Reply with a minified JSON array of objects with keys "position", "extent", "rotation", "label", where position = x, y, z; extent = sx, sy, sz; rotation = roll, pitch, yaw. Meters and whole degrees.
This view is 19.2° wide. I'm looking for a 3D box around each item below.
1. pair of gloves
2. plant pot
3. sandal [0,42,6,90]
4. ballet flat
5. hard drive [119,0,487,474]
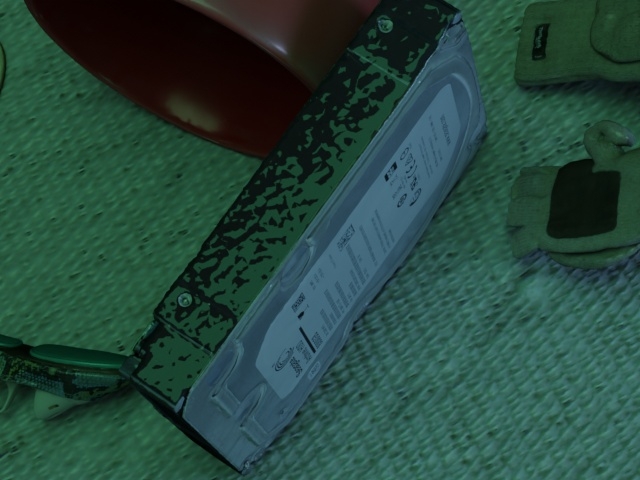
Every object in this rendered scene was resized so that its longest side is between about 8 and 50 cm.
[{"position":[0.234,-0.093,1.426],"extent":[0.204,0.042,0.240],"rotation":[-14,59,38],"label":"pair of gloves"},{"position":[-0.055,-0.231,1.455],"extent":[0.275,0.275,0.243],"rotation":[21,73,17],"label":"plant pot"},{"position":[-0.360,-0.094,1.563],"extent":[0.240,0.079,0.088],"rotation":[-45,69,-6],"label":"sandal"},{"position":[-0.230,0.107,1.484],"extent":[0.188,0.070,0.070],"rotation":[11,74,17],"label":"ballet flat"},{"position":[0.000,0.000,1.373],"extent":[0.064,0.237,0.339],"rotation":[33,80,18],"label":"hard drive"}]
